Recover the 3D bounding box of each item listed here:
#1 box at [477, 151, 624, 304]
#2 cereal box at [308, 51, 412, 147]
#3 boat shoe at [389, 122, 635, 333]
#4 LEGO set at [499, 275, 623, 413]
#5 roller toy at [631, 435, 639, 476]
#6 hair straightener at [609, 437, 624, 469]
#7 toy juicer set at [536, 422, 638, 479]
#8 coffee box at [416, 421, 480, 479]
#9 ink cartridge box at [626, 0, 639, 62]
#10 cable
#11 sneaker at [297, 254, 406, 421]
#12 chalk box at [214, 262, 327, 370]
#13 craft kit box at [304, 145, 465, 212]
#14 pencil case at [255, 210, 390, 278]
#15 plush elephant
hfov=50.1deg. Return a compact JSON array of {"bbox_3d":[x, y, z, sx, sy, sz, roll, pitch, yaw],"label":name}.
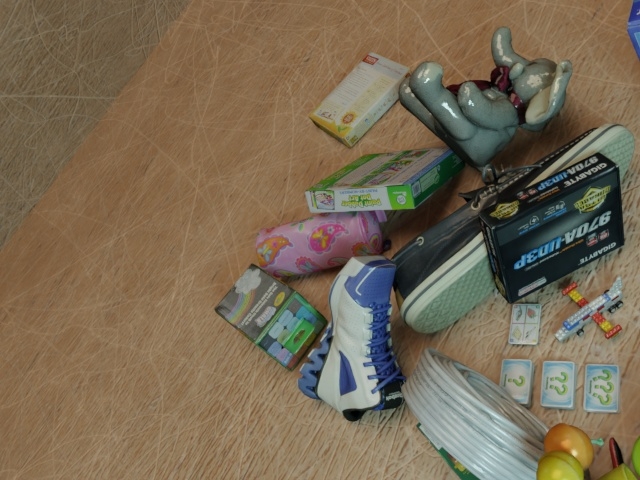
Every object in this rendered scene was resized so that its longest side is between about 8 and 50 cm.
[{"bbox_3d":[0.371,-0.017,1.091,0.220,0.175,0.051,-26,38,-3],"label":"box"},{"bbox_3d":[0.102,-0.357,1.717,0.240,0.047,0.173,-45,42,-2],"label":"cereal box"},{"bbox_3d":[0.320,-0.042,1.204,0.500,0.187,0.156,-41,50,11],"label":"boat shoe"},{"bbox_3d":[0.384,0.147,1.097,0.182,0.060,0.244,-3,55,31],"label":"LEGO set"},{"bbox_3d":[0.501,0.286,0.803,0.209,0.146,0.191,-22,58,9],"label":"roller toy"},{"bbox_3d":[0.439,0.366,0.885,0.089,0.047,0.230,-16,49,27],"label":"hair straightener"},{"bbox_3d":[0.325,0.327,0.745,0.089,0.209,0.329,-34,14,23],"label":"toy juicer set"},{"bbox_3d":[0.227,0.343,1.018,0.040,0.113,0.184,-44,44,-2],"label":"coffee box"},{"bbox_3d":[0.646,-0.373,1.151,0.151,0.270,0.396,1,58,44],"label":"ink cartridge box"},{"bbox_3d":[0.233,0.261,0.974,0.089,0.257,0.257,-53,47,7],"label":"cable"},{"bbox_3d":[0.090,0.192,1.195,0.182,0.127,0.316,36,118,35],"label":"sneaker"},{"bbox_3d":[-0.086,0.163,1.387,0.132,0.132,0.213,-51,44,-9],"label":"chalk box"},{"bbox_3d":[0.136,-0.128,1.412,0.246,0.061,0.250,3,25,36],"label":"craft kit box"},{"bbox_3d":[0.000,0.000,1.463,0.284,0.124,0.124,-16,49,27],"label":"pencil case"},{"bbox_3d":[0.343,-0.275,1.299,0.255,0.330,0.272,-45,-3,4],"label":"plush elephant"}]
